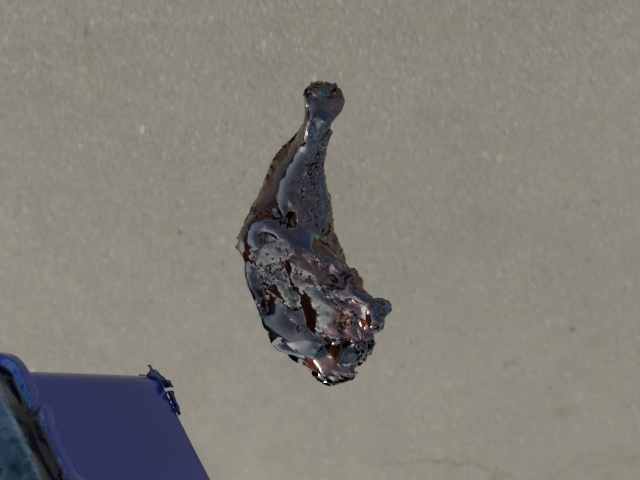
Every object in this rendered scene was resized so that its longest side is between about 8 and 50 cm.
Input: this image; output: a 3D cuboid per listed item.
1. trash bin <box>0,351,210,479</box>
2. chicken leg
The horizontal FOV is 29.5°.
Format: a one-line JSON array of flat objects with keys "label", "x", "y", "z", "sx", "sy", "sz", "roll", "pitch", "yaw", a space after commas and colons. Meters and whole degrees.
[{"label": "trash bin", "x": -0.194, "y": 0.163, "z": 0.849, "sx": 0.162, "sy": 0.184, "sz": 0.234, "roll": -33, "pitch": 166, "yaw": 19}, {"label": "chicken leg", "x": -0.006, "y": 0.001, "z": 0.736, "sx": 0.093, "sy": 0.053, "sz": 0.205, "roll": 4, "pitch": 125, "yaw": 35}]
